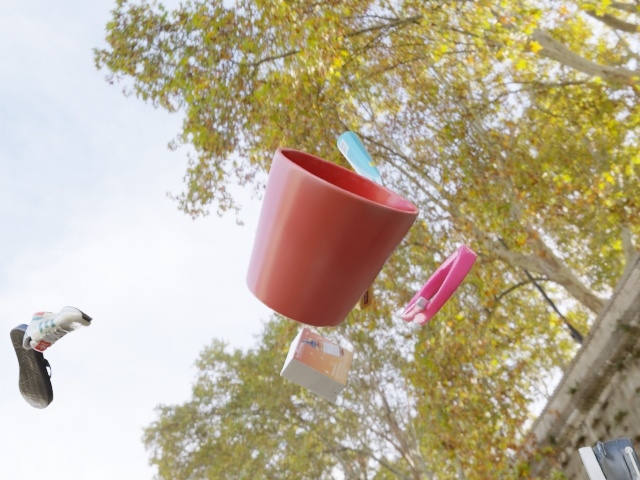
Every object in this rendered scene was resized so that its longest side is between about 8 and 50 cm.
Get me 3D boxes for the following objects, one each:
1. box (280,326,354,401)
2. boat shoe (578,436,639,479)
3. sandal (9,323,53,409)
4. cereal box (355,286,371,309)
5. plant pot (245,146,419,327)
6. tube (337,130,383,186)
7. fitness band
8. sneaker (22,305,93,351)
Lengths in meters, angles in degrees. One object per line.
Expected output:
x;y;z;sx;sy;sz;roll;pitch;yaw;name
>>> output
-0.008;0.353;1.602;0.170;0.130;0.091;28;-53;-5;box
0.515;0.462;0.870;0.091;0.302;0.114;-25;-27;13;boat shoe
-0.719;0.322;1.423;0.097;0.054;0.254;12;-65;16;sandal
0.021;0.054;1.376;0.047;0.240;0.173;-21;-61;-42;cereal box
0.000;0.000;0.980;0.275;0.275;0.243;20;-75;-20;plant pot
0.096;-0.165;1.225;0.052;0.207;0.080;-27;-43;0;tube
0.286;0.114;1.375;0.054;0.209;0.291;38;-21;6;fitness band
-0.484;0.169;1.026;0.161;0.075;0.057;-9;-40;30;sneaker
